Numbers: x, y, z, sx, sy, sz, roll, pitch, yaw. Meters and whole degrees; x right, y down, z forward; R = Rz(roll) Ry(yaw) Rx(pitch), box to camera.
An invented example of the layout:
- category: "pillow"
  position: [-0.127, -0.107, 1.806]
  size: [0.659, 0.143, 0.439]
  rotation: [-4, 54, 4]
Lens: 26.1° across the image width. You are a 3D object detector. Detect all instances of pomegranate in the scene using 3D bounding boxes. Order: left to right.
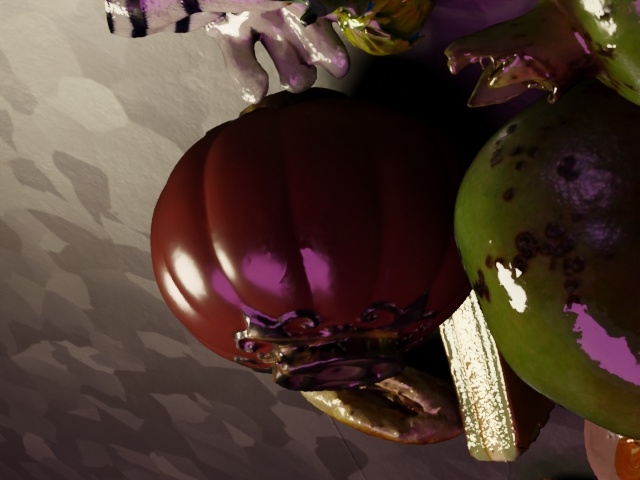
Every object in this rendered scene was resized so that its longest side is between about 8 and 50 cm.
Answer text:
- category: "pomegranate"
  position: [0.225, 0.017, 1.075]
  size: [0.291, 0.290, 0.323]
  rotation: [40, 156, -14]
- category: "pomegranate"
  position: [0.204, -0.161, 0.869]
  size: [0.211, 0.263, 0.211]
  rotation: [52, -177, -4]

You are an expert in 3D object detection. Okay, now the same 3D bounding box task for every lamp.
- category: "lamp"
  position: [0.000, 0.000, 1.230]
  size: [0.303, 0.257, 0.303]
  rotation: [-8, 160, -3]

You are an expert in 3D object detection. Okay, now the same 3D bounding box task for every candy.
- category: "candy"
  position: [-0.013, -0.182, 1.043]
  size: [0.073, 0.262, 0.077]
  rotation: [9, 99, 47]

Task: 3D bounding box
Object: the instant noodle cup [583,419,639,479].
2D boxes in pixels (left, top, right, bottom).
- category: "instant noodle cup"
  position: [0.392, 0.176, 1.198]
  size: [0.231, 0.243, 0.243]
  rotation: [38, 149, -24]

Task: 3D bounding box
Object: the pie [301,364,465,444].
- category: "pie"
  position: [0.074, 0.176, 1.540]
  size: [0.205, 0.084, 0.179]
  rotation: [16, 179, 24]

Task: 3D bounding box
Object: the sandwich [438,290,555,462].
- category: "sandwich"
  position: [0.166, 0.137, 1.435]
  size: [0.079, 0.113, 0.163]
  rotation: [-9, 130, 47]

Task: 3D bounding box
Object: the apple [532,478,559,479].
- category: "apple"
  position: [0.275, 0.362, 1.624]
  size: [0.139, 0.163, 0.163]
  rotation: [26, 150, -10]

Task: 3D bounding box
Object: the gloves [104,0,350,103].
- category: "gloves"
  position: [-0.071, -0.206, 1.167]
  size: [0.219, 0.131, 0.140]
  rotation: [-1, 142, -5]
